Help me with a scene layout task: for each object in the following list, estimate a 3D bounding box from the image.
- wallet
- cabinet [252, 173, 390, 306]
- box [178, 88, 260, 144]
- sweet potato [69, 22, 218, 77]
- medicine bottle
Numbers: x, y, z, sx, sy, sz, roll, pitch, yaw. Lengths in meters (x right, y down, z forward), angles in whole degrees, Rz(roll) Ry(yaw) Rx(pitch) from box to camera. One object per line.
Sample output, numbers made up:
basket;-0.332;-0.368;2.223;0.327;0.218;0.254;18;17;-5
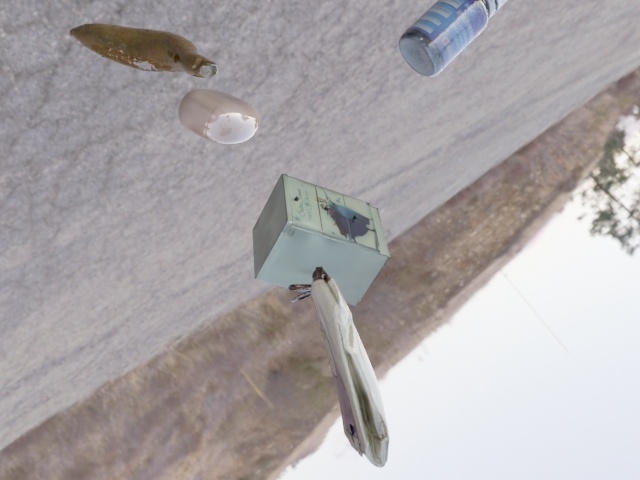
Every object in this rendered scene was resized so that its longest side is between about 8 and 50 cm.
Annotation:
wallet;0.030;0.167;1.009;0.068;0.275;0.335;-22;172;-4
cabinet;0.000;0.000;1.340;0.150;0.206;0.145;-60;-156;33
box;-0.203;-0.251;1.478;0.088;0.145;0.200;-67;169;16
sweet potato;-0.302;-0.342;1.338;0.108;0.346;0.079;-30;132;-52
medicine bottle;0.212;-0.342;1.115;0.203;0.083;0.083;-46;177;-14
